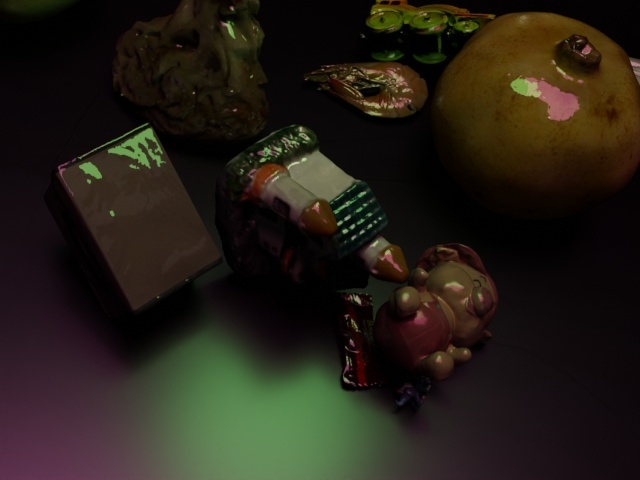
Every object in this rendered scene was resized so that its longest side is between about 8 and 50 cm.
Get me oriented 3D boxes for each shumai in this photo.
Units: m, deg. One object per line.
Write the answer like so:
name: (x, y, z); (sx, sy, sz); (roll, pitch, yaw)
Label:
shumai: (-0.230, -0.347, 1.689); (0.346, 0.283, 0.217); (41, 53, 14)

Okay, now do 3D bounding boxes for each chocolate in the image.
chocolate: (0.064, 0.166, 1.543); (0.086, 0.028, 0.182); (3, 52, -15)

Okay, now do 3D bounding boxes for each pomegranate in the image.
pomegranate: (0.418, -0.243, 1.715); (0.417, 0.416, 0.416); (7, 53, -9)

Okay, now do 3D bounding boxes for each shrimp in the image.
shrimp: (0.094, -0.320, 1.898); (0.267, 0.061, 0.145); (9, 62, -10)

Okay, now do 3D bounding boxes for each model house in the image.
model house: (0.000, 0.000, 1.459); (0.301, 0.271, 0.190); (35, 53, 29)

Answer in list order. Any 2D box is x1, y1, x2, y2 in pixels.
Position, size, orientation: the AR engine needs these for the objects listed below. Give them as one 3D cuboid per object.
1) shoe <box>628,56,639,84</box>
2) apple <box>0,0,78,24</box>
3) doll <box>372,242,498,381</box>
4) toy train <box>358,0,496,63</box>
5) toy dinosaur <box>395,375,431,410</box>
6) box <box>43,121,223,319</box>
shoe: (0.633, -0.347, 2.023); (0.316, 0.124, 0.159); (18, 59, -1)
apple: (-0.590, -0.600, 1.754); (0.358, 0.357, 0.357); (7, 53, -9)
doll: (0.206, 0.117, 1.514); (0.152, 0.196, 0.256); (17, 31, 36)
toy train: (0.235, -0.449, 1.942); (0.296, 0.100, 0.160); (8, 41, 17)
toy dinosaur: (0.153, 0.248, 1.502); (0.047, 0.030, 0.083); (30, 52, 10)
box: (-0.305, -0.024, 1.455); (0.188, 0.153, 0.252); (-33, 95, -30)
